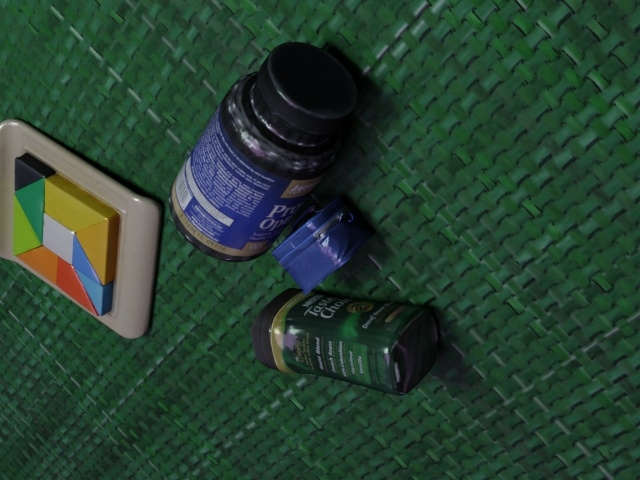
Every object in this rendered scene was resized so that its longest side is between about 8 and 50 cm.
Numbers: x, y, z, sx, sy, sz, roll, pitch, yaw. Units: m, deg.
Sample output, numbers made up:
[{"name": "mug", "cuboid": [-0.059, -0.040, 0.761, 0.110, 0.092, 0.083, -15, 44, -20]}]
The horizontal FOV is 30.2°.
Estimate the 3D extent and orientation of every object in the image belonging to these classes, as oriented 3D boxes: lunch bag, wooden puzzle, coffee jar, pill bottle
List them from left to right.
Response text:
[{"name": "wooden puzzle", "cuboid": [-0.305, -0.008, 1.440, 0.239, 0.044, 0.221, 28, 131, 19]}, {"name": "pill bottle", "cuboid": [-0.055, -0.085, 1.152, 0.123, 0.123, 0.219, 44, 135, 5]}, {"name": "lunch bag", "cuboid": [0.000, 0.000, 1.205, 0.065, 0.067, 0.098, 48, 133, 0]}, {"name": "coffee jar", "cuboid": [0.022, 0.101, 1.235, 0.184, 0.096, 0.079, 6, 118, 33]}]
